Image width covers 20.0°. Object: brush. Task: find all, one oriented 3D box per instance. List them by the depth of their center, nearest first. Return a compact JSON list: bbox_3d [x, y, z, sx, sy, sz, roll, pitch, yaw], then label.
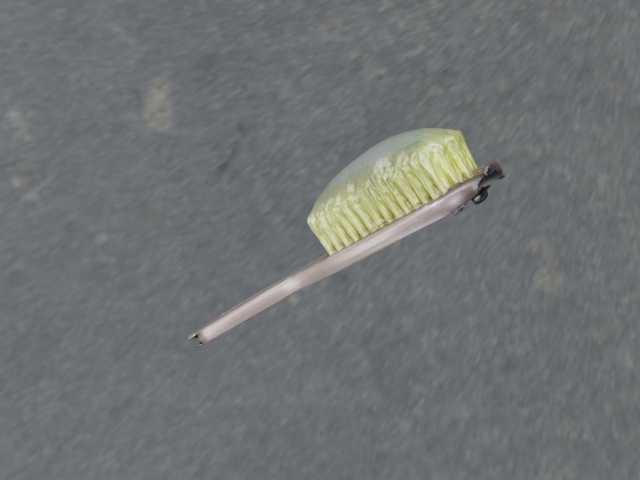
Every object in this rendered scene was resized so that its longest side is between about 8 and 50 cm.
[{"bbox_3d":[0.000,-0.002,1.247,0.313,0.072,0.067,-31,87,45],"label":"brush"}]
